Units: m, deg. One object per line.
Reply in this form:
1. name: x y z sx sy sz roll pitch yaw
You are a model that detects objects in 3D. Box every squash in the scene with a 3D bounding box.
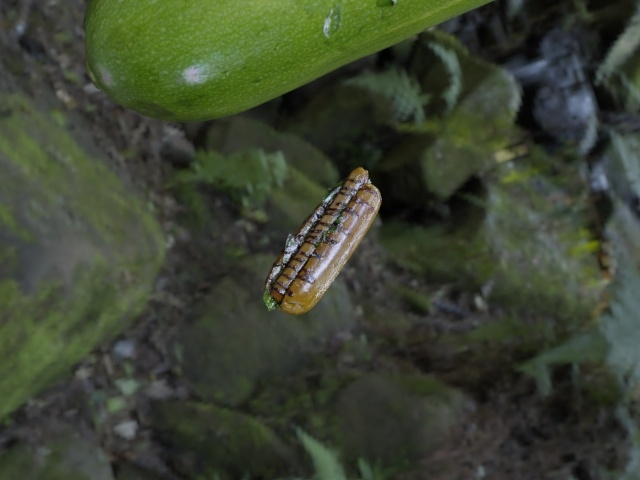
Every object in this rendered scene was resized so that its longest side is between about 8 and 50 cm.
1. squash: 0.016 -0.092 0.452 0.066 0.201 0.066 -19 90 -85

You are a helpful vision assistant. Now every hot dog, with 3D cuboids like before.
1. hot dog: 0.000 0.000 0.987 0.122 0.049 0.037 -57 137 -13
